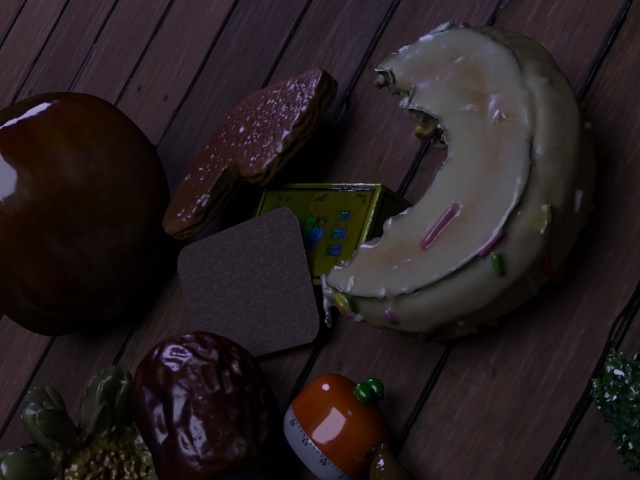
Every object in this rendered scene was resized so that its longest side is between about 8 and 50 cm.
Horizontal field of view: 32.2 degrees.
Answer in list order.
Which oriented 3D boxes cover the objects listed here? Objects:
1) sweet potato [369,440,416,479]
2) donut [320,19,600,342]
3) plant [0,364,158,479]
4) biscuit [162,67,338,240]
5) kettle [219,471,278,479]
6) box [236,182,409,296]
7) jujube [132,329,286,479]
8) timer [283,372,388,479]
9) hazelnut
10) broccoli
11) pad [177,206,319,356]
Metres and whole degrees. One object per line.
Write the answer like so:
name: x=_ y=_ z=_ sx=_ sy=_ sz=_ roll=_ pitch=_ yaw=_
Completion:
sweet potato: x=0.096 y=0.328 z=1.153 sx=0.069 sy=0.059 sz=0.249 roll=-12 pitch=70 yaw=13
donut: x=0.166 y=-0.065 z=1.242 sx=0.307 sy=0.150 sz=0.371 roll=-3 pitch=65 yaw=43
plant: x=-0.278 y=0.347 z=1.459 sx=0.261 sy=0.297 sz=0.306 roll=28 pitch=44 yaw=27
biscuit: x=-0.099 y=-0.114 z=1.559 sx=0.277 sy=0.052 sz=0.262 roll=-13 pitch=44 yaw=53
kettle: x=-0.090 y=0.386 z=1.180 sx=0.251 sy=0.207 sz=0.271 roll=13 pitch=82 yaw=44
box: x=0.000 y=0.000 z=1.435 sx=0.220 sy=0.064 sz=0.140 roll=1 pitch=68 yaw=47
jujube: x=-0.135 y=0.217 z=1.356 sx=0.183 sy=0.183 sz=0.243 roll=-49 pitch=40 yaw=13
timer: x=0.028 y=0.206 z=1.267 sx=0.136 sy=0.099 sz=0.136 roll=-13 pitch=60 yaw=24
hazelnut: x=-0.407 y=-0.042 z=1.689 sx=0.366 sy=0.366 sz=0.365 roll=-23 pitch=53 yaw=34
broccoli: x=0.347 y=0.115 z=0.971 sx=0.219 sy=0.194 sz=0.194 roll=-56 pitch=35 yaw=41
pad: x=-0.102 y=0.068 z=1.466 sx=0.266 sy=0.002 sz=0.176 roll=-20 pitch=80 yaw=46
